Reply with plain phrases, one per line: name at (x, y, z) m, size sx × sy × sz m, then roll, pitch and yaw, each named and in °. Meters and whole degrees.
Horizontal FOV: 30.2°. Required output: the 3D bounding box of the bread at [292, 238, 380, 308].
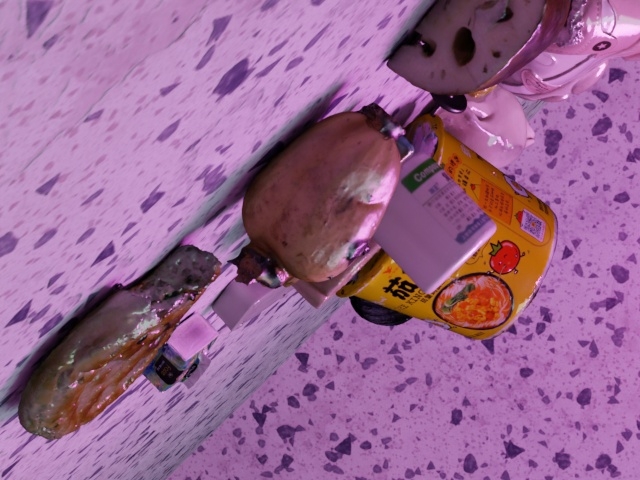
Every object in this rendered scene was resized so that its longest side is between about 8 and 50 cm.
bread at (0.000, 0.000, 1.702) m, size 0.148 × 0.141 × 0.134 m, roll -44°, pitch 178°, yaw 15°

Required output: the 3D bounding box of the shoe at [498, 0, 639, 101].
shoe at (0.324, -0.313, 1.661) m, size 0.198 × 0.172 × 0.351 m, roll 2°, pitch 166°, yaw -33°

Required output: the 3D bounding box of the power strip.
power strip at (-0.040, 0.037, 2.013) m, size 0.385 × 0.062 × 0.091 m, roll -34°, pitch 168°, yaw -50°

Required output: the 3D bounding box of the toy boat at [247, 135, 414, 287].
toy boat at (0.000, -0.047, 1.535) m, size 0.276 × 0.111 × 0.084 m, roll -46°, pitch 167°, yaw 29°

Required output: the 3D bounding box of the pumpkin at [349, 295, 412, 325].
pumpkin at (0.098, 0.048, 2.325) m, size 0.248 × 0.248 × 0.248 m, roll -43°, pitch 173°, yaw -7°

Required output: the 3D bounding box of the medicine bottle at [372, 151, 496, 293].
medicine bottle at (0.112, -0.054, 1.602) m, size 0.139 × 0.237 × 0.139 m, roll -43°, pitch 172°, yaw -8°

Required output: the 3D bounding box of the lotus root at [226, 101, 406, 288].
lotus root at (0.002, -0.045, 1.383) m, size 0.257 × 0.154 × 0.140 m, roll -48°, pitch 167°, yaw 6°

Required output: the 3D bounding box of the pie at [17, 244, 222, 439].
pie at (-0.236, 0.122, 1.390) m, size 0.302 × 0.067 × 0.302 m, roll -45°, pitch 174°, yaw -6°

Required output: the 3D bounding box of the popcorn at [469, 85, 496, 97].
popcorn at (0.252, -0.267, 1.888) m, size 0.059 × 0.068 × 0.083 m, roll -95°, pitch -166°, yaw -58°

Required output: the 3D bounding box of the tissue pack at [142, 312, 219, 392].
tissue pack at (-0.210, 0.181, 1.827) m, size 0.085 × 0.079 × 0.111 m, roll -38°, pitch 171°, yaw -44°

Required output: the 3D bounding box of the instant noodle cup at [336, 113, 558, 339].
instant noodle cup at (0.201, -0.002, 1.875) m, size 0.325 × 0.254 × 0.325 m, roll -55°, pitch -164°, yaw 25°

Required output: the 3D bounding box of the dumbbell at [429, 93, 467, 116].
dumbbell at (0.205, -0.234, 1.758) m, size 0.069 × 0.069 × 0.147 m, roll -36°, pitch 169°, yaw -49°

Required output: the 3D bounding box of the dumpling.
dumpling at (0.254, -0.191, 2.038) m, size 0.193 × 0.147 × 0.258 m, roll -9°, pitch 167°, yaw 33°

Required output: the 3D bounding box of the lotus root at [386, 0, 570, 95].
lotus root at (0.198, -0.258, 1.395) m, size 0.235 × 0.138 × 0.119 m, roll -42°, pitch 165°, yaw 35°
